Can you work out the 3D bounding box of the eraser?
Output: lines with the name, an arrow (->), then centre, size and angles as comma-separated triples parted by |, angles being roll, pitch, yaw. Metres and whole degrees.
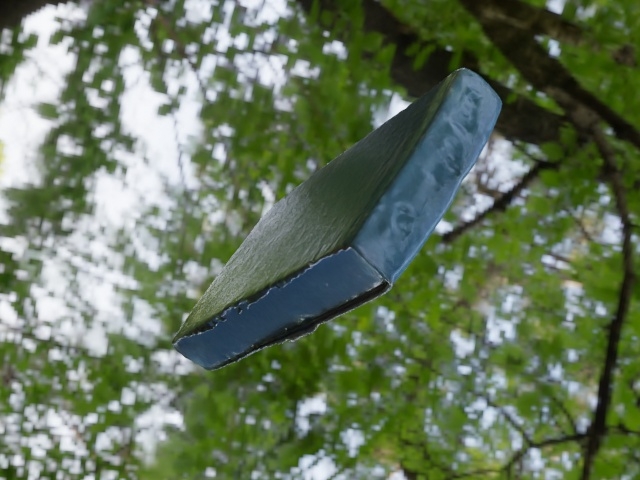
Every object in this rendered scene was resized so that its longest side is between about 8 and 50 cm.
eraser -> 0.000, 0.000, 0.795 | 0.144, 0.043, 0.312 | -56, -169, -26
